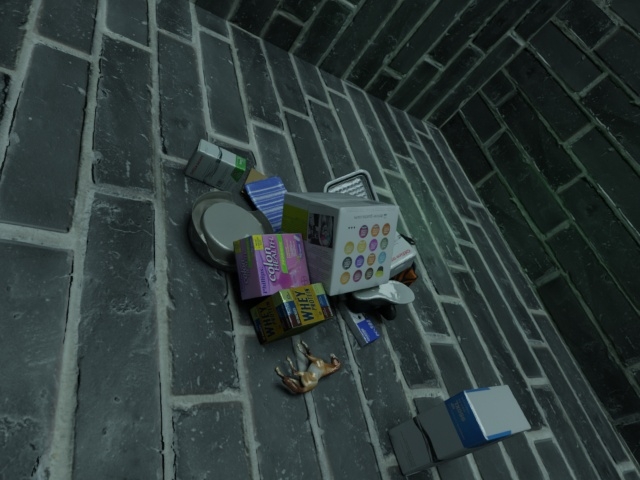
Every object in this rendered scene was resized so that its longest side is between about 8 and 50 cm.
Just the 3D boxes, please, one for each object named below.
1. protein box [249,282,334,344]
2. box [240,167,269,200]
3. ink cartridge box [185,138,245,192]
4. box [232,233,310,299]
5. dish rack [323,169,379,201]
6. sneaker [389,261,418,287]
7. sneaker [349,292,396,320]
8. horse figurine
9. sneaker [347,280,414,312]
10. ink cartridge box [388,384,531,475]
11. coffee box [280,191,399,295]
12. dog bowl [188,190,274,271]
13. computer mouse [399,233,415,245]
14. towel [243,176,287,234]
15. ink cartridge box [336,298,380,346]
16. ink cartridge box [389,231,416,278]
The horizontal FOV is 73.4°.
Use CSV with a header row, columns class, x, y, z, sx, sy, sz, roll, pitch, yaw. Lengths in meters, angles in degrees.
class,x,y,z,sx,sy,sz,roll,pitch,yaw
protein box,-0.104,0.260,1.533,0.201,0.200,0.135,-5,67,-45
box,-0.278,-0.237,2.006,0.165,0.021,0.201,31,38,-18
ink cartridge box,-0.443,-0.312,1.811,0.209,0.153,0.086,23,41,-28
box,-0.174,0.090,1.566,0.243,0.117,0.213,-3,80,-47
dish rack,0.163,-0.167,2.169,0.286,0.072,0.332,-24,101,-22
sneaker,0.352,0.110,2.137,0.321,0.180,0.124,33,38,-16
sneaker,0.204,0.241,1.944,0.146,0.122,0.330,-26,72,-37
horse figurine,-0.047,0.460,1.522,0.174,0.066,0.263,43,34,8
sneaker,0.246,0.246,1.834,0.296,0.147,0.104,4,58,-19
ink cartridge box,0.485,0.680,1.542,0.286,0.395,0.166,10,46,-38
coffee box,0.066,-0.005,1.732,0.338,0.334,0.338,-5,17,-41
dog bowl,-0.350,-0.029,1.671,0.349,0.102,0.348,25,42,-24
computer mouse,0.466,0.035,2.426,0.106,0.042,0.193,26,39,14
towel,-0.183,-0.141,1.963,0.335,0.040,0.243,56,37,7
ink cartridge box,0.162,0.345,1.844,0.097,0.046,0.207,-10,62,-47
ink cartridge box,0.276,0.037,2.033,0.211,0.121,0.289,-27,60,-22
